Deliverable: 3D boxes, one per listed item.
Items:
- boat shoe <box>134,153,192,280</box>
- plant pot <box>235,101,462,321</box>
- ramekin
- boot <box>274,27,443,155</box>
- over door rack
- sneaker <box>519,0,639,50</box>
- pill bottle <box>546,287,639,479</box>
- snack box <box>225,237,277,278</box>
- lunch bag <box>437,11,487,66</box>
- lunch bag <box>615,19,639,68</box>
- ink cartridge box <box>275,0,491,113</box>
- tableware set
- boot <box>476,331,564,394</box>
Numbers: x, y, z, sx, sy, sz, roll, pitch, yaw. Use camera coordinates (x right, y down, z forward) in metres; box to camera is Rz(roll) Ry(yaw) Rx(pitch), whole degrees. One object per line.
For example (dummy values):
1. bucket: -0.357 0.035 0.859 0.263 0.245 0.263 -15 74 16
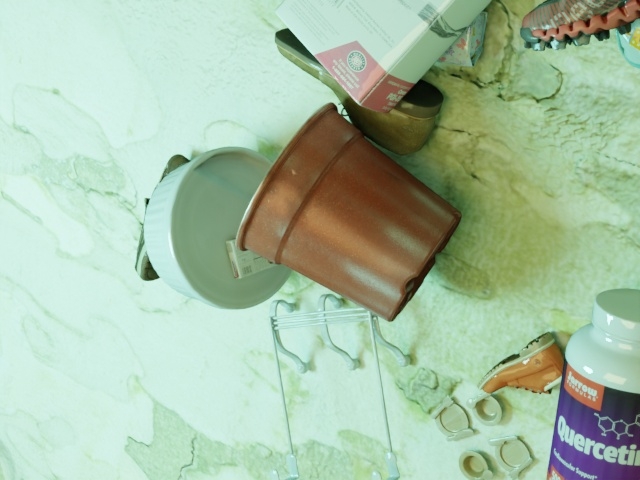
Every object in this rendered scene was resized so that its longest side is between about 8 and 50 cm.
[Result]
1. boat shoe: -0.282 -0.045 2.260 0.095 0.095 0.257 49 122 32
2. plant pot: 0.054 -0.027 1.894 0.265 0.272 0.272 34 123 8
3. ramekin: -0.172 -0.019 2.074 0.127 0.273 0.273 -4 103 51
4. boot: 0.044 -0.236 1.938 0.305 0.112 0.115 33 133 22
5. over door rack: 0.029 0.252 2.082 0.239 0.108 0.324 -9 78 38
6. sneaker: 0.364 -0.321 1.524 0.276 0.098 0.135 -16 95 36
7. pill bottle: 0.427 0.239 1.748 0.181 0.181 0.323 17 115 32
8. snack box: -0.075 0.008 2.053 0.022 0.178 0.064 -4 102 52
9. lunch bag: 0.203 -0.302 1.824 0.071 0.053 0.083 14 103 31
10. lunch bag: 0.486 -0.350 1.558 0.224 0.108 0.279 2 106 35
11. ink cartridge box: 0.108 -0.356 1.774 0.283 0.117 0.207 -46 69 17
12. tableware set: 0.260 0.321 2.005 0.141 0.020 0.168 -32 84 39
13. boot: 0.314 0.213 1.907 0.158 0.059 0.084 -36 87 38
